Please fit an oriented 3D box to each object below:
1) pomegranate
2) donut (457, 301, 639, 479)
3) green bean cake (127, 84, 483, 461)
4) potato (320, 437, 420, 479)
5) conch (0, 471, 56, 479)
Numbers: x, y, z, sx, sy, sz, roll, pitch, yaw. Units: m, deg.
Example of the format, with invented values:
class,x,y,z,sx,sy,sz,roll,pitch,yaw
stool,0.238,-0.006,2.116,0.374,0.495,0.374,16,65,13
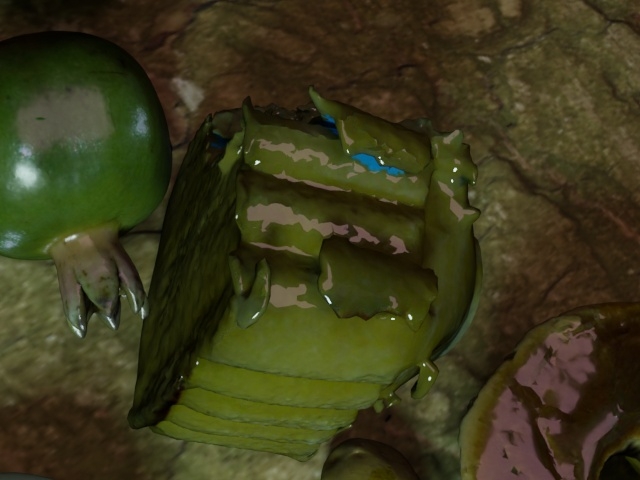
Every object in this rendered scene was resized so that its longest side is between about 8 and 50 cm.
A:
class,x,y,z,sx,sy,sz,roll,pitch,yaw
pomegranate,-0.189,-0.041,0.774,0.187,0.187,0.225,-15,76,-29
donut,0.252,0.223,0.868,0.330,0.160,0.329,2,70,-6
green bean cake,0.000,0.000,0.764,0.202,0.310,0.284,14,65,-16
potato,0.042,0.221,0.825,0.092,0.070,0.137,6,65,-23
conch,-0.205,0.263,0.681,0.185,0.121,0.221,-17,79,1
